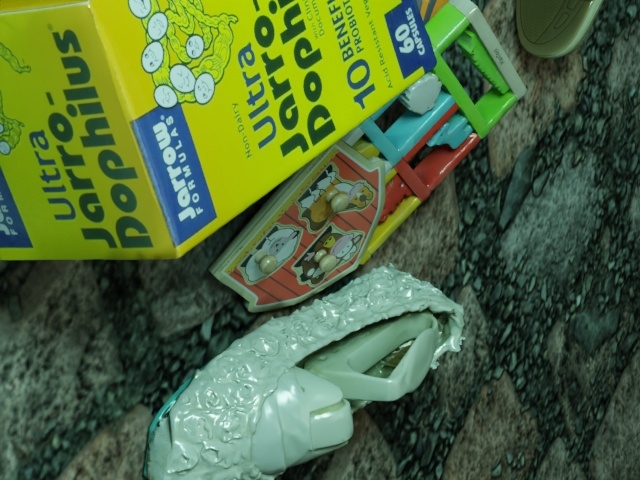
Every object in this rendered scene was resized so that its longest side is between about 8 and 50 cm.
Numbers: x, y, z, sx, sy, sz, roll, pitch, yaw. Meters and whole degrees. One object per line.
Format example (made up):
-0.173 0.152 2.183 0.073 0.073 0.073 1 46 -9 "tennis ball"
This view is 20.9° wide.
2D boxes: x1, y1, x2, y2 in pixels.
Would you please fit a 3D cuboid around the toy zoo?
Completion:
0.070 -0.088 1.696 0.293 0.030 0.192 -47 150 0 "toy zoo"

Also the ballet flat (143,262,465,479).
0.005 0.133 1.682 0.409 0.147 0.147 -33 128 -45 "ballet flat"

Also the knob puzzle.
0.000 0.000 1.651 0.213 0.030 0.213 -32 147 -24 "knob puzzle"

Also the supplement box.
-0.099 -0.148 1.327 0.356 0.195 0.194 -40 119 -44 "supplement box"

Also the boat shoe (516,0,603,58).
0.305 -0.337 1.963 0.098 0.109 0.302 31 71 -54 "boat shoe"

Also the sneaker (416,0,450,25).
0.165 -0.327 1.695 0.124 0.180 0.321 19 87 -56 "sneaker"
